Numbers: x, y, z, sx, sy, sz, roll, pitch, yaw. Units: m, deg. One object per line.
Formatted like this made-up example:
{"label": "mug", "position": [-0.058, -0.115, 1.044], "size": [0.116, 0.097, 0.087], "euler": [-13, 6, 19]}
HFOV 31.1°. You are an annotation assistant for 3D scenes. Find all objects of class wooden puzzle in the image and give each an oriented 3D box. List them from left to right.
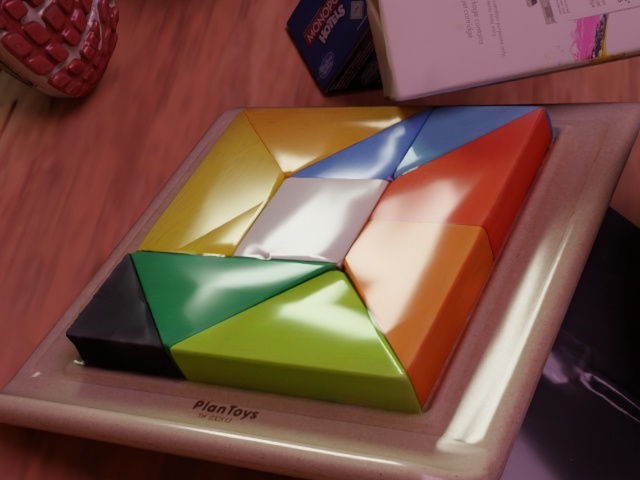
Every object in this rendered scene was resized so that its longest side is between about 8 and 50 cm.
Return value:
{"label": "wooden puzzle", "position": [0.000, 0.000, 0.480], "size": [0.221, 0.044, 0.238], "euler": [3, 39, 31]}

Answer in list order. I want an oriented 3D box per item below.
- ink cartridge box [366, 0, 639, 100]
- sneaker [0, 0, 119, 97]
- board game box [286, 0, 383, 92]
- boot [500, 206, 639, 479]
{"label": "ink cartridge box", "position": [0.123, -0.114, 0.531], "size": [0.198, 0.115, 0.067], "euler": [-11, 97, 1]}
{"label": "sneaker", "position": [-0.190, -0.154, 0.552], "size": [0.225, 0.093, 0.088], "euler": [45, 56, -23]}
{"label": "board game box", "position": [0.111, -0.165, 0.655], "size": [0.194, 0.194, 0.060], "euler": [-2, 53, -39]}
{"label": "boot", "position": [0.184, 0.223, 0.383], "size": [0.445, 0.146, 0.367], "euler": [40, 43, 8]}
